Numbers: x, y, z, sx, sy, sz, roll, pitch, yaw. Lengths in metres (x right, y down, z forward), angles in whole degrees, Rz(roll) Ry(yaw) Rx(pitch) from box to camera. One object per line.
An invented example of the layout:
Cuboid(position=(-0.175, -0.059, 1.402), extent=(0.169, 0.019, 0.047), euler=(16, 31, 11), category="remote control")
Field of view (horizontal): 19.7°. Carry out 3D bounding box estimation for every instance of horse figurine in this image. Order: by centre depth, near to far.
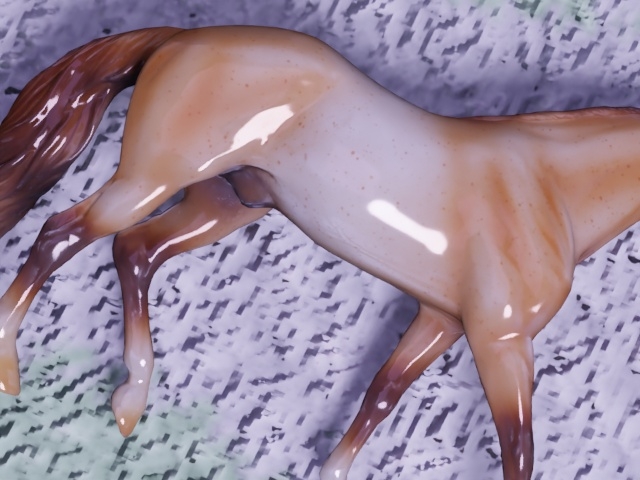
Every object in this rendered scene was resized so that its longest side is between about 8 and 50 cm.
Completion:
Cuboid(position=(0.000, 0.000, 0.600), extent=(0.263, 0.066, 0.175), euler=(24, 87, 6), category="horse figurine")
